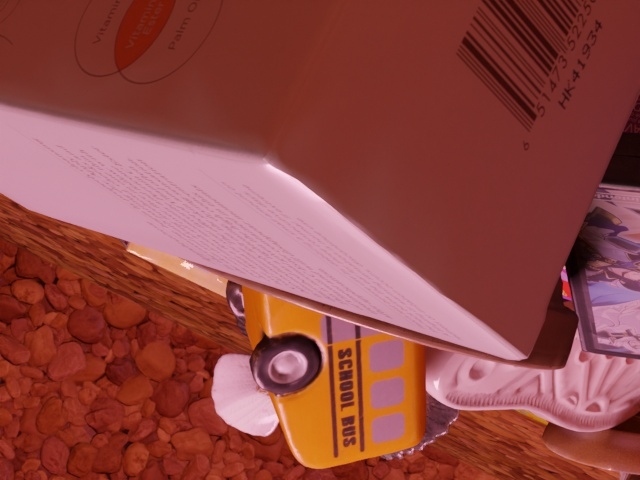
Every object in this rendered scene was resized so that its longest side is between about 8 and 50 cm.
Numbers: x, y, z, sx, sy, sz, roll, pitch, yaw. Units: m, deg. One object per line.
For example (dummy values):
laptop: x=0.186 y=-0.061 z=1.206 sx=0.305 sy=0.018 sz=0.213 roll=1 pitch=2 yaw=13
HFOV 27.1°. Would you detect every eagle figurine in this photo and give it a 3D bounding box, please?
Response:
eagle figurine: x=0.016 y=0.112 z=1.438 sx=0.226 sy=0.225 sz=0.298 roll=10 pitch=172 yaw=-11

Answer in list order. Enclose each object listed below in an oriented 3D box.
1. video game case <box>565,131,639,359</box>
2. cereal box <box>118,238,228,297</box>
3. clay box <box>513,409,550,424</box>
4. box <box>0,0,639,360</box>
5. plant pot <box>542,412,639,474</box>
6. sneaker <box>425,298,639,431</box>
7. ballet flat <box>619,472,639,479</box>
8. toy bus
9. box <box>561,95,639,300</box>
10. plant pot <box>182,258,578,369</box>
video game case: x=0.271 y=0.022 z=0.715 sx=0.274 sy=0.035 sz=0.248 roll=5 pitch=157 yaw=18
cereal box: x=-0.169 y=-0.001 z=1.584 sx=0.173 sy=0.047 sz=0.240 roll=27 pitch=-176 yaw=-24
clay box: x=0.311 y=0.207 z=1.619 sx=0.222 sy=0.053 sz=0.127 roll=23 pitch=168 yaw=13
box: x=-0.044 y=-0.111 z=0.577 sx=0.345 sy=0.215 sz=0.168 roll=16 pitch=165 yaw=44
plant pot: x=0.330 y=0.176 z=1.262 sx=0.236 sy=0.032 sz=0.236 roll=0 pitch=-173 yaw=0
sneaker: x=0.148 y=0.049 z=1.185 sx=0.322 sy=0.130 sz=0.236 roll=9 pitch=-153 yaw=-41
ballet flat: x=0.378 y=0.238 z=1.329 sx=0.342 sy=0.116 sz=0.124 roll=2 pitch=-156 yaw=-41
toy bus: x=0.000 y=0.000 z=0.929 sx=0.130 sy=0.333 sz=0.108 roll=-10 pitch=-147 yaw=-10
box: x=0.188 y=-0.023 z=0.838 sx=0.201 sy=0.057 sz=0.293 roll=18 pitch=164 yaw=34
plant pot: x=0.034 y=-0.018 z=0.726 sx=0.237 sy=0.110 sz=0.237 roll=16 pitch=-176 yaw=-1
